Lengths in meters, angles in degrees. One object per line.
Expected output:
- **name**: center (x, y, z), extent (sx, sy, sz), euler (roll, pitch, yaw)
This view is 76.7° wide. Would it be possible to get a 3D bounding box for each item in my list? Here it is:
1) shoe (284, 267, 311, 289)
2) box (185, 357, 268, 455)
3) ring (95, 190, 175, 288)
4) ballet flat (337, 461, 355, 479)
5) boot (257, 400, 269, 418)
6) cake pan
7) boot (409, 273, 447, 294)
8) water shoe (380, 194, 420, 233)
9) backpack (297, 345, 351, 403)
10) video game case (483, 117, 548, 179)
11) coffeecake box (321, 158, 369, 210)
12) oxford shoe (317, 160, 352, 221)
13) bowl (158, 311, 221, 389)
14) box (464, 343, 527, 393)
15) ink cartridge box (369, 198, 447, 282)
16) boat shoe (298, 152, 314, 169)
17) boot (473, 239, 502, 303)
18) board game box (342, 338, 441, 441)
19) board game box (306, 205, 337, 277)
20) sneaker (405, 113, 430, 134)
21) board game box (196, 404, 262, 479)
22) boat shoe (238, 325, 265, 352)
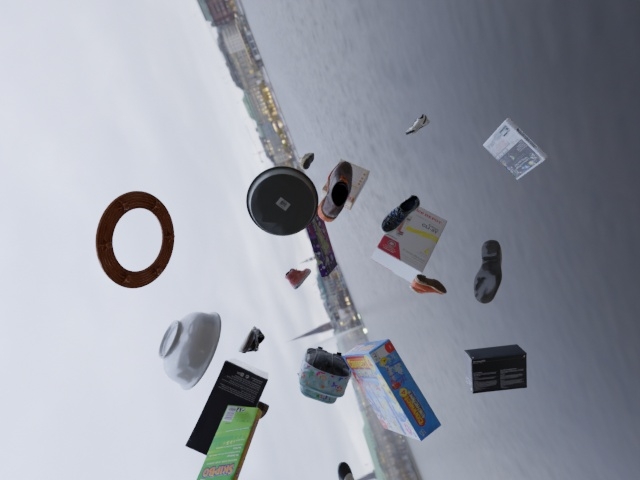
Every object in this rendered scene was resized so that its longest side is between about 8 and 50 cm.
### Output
- **shoe**: center (-0.104, 0.154, 1.874), extent (0.081, 0.063, 0.178), euler (49, -152, -5)
- **box**: center (-0.346, 0.644, 1.582), extent (0.343, 0.179, 0.312), euler (115, 180, -75)
- **ring**: center (-0.616, -0.002, 1.389), extent (0.337, 0.032, 0.336), euler (5, -90, -69)
- **ballet flat**: center (0.121, 1.025, 1.699), extent (0.074, 0.074, 0.203), euler (-107, 7, -74)
- **boot**: center (-0.337, 0.787, 1.834), extent (0.106, 0.219, 0.082), euler (38, -161, -13)
- **cake pan**: center (-0.151, -0.148, 1.615), extent (0.054, 0.293, 0.293), euler (-107, -4, -69)
- **boot**: center (0.474, 0.209, 1.782), extent (0.059, 0.158, 0.084), euler (-74, 8, -51)
- **water shoe**: center (0.323, -0.114, 1.679), extent (0.073, 0.203, 0.080), euler (47, -178, 23)
- **backpack**: center (0.015, 0.580, 1.732), extent (0.253, 0.225, 0.191), euler (104, -175, -87)
- **video game case**: center (0.640, -0.299, 1.342), extent (0.173, 0.022, 0.190), euler (49, 174, 9)
- **coffeecake box**: center (0.108, -0.242, 1.745), extent (0.142, 0.185, 0.068), euler (26, 156, 10)
- **oxford shoe**: center (0.075, -0.187, 1.412), extent (0.098, 0.097, 0.271), euler (-43, 25, 53)
- **bowl**: center (-0.496, 0.379, 1.481), extent (0.134, 0.298, 0.297), euler (31, -158, -29)
- **box**: center (0.837, 0.613, 1.939), extent (0.103, 0.261, 0.184), euler (-94, -2, -75)
- **ink cartridge box**: center (0.495, -0.004, 2.263), extent (0.279, 0.384, 0.160), euler (30, 152, 8)
- **boat shoe**: center (-0.094, -0.460, 2.352), extent (0.190, 0.072, 0.068), euler (-60, -24, -58)
- **boot**: center (0.759, 0.155, 1.793), extent (0.115, 0.112, 0.305), euler (46, -125, -41)
- **board game box**: center (0.224, 0.497, 1.376), extent (0.301, 0.086, 0.308), euler (59, 160, 9)
- **board game box**: center (0.000, 0.000, 2.129), extent (0.208, 0.056, 0.346), euler (-47, -59, -73)
- **sneaker**: center (0.376, -0.456, 1.594), extent (0.043, 0.109, 0.040), euler (54, 180, -27)
- **board game box**: center (-0.282, 0.642, 1.248), extent (0.259, 0.124, 0.039), euler (-68, -36, -46)
- **boat shoe**: center (-0.234, 0.354, 1.419), extent (0.065, 0.075, 0.206), euler (35, -179, -1)
